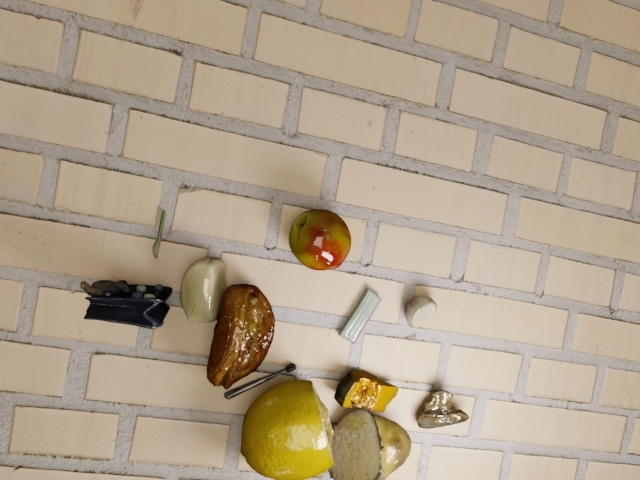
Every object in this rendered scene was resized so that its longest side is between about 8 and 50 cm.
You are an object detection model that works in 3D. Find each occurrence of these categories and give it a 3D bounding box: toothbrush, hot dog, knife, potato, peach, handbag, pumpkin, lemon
[{"bbox_3d":[-0.232,0.543,1.866,0.297,0.030,0.030,-22,72,-8],"label":"toothbrush"},{"bbox_3d":[-0.289,0.352,1.737,0.174,0.267,0.387,15,96,25],"label":"hot dog"},{"bbox_3d":[-0.587,-0.020,1.756,0.026,0.022,0.184,11,92,-39],"label":"knife"},{"bbox_3d":[0.207,0.818,1.883,0.237,0.289,0.300,26,61,-46],"label":"potato"},{"bbox_3d":[0.000,0.000,1.784,0.231,0.231,0.230,-1,94,-12],"label":"peach"},{"bbox_3d":[-0.642,0.194,1.604,0.269,0.326,0.118,8,90,-13],"label":"handbag"},{"bbox_3d":[0.169,0.592,1.913,0.248,0.126,0.130,23,89,-30],"label":"pumpkin"},{"bbox_3d":[-0.128,0.692,1.745,0.365,0.364,0.363,-1,94,-12],"label":"lemon"}]

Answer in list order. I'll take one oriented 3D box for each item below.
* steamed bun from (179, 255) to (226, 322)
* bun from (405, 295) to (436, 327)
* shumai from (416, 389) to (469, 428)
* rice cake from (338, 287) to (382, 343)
[{"bbox_3d":[-0.432,0.176,1.736,0.153,0.170,0.238,0,95,6],"label":"steamed bun"},{"bbox_3d":[0.392,0.276,1.951,0.138,0.094,0.138,-20,130,-25],"label":"bun"},{"bbox_3d":[0.493,0.689,1.982,0.210,0.161,0.152,-12,74,11],"label":"shumai"},{"bbox_3d":[0.161,0.301,1.926,0.080,0.042,0.221,33,86,-11],"label":"rice cake"}]
